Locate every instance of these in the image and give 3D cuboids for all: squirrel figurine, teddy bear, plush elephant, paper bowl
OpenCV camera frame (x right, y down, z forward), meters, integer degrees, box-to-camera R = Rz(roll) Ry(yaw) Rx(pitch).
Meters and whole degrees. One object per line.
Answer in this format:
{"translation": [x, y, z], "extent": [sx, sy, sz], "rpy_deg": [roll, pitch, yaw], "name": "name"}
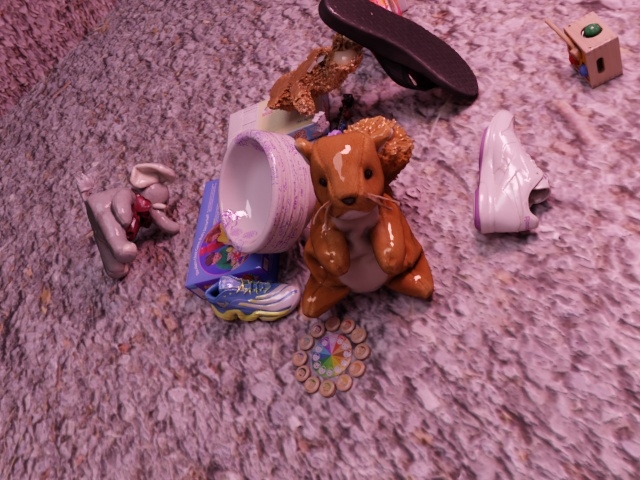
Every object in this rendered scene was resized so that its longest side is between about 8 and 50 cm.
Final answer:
{"translation": [0.068, -0.095, 1.228], "extent": [0.281, 0.370, 0.396], "rpy_deg": [-6, 45, 14], "name": "squirrel figurine"}
{"translation": [0.004, -0.435, 1.581], "extent": [0.338, 0.113, 0.245], "rpy_deg": [-38, 37, 30], "name": "teddy bear"}
{"translation": [-0.536, -0.081, 1.731], "extent": [0.256, 0.272, 0.329], "rpy_deg": [-21, 77, -29], "name": "plush elephant"}
{"translation": [-0.116, -0.110, 1.381], "extent": [0.284, 0.148, 0.284], "rpy_deg": [-1, 89, 54], "name": "paper bowl"}

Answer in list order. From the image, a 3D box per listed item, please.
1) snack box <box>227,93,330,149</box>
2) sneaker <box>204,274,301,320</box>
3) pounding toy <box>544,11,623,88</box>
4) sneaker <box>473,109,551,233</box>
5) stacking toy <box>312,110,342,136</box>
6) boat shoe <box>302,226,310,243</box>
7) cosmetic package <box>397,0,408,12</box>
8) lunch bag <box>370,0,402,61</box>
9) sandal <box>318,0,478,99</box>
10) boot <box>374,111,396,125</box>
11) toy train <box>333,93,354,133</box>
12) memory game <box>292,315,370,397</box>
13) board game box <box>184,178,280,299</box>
{"translation": [-0.128, -0.350, 1.766], "extent": [0.322, 0.060, 0.187], "rpy_deg": [-17, 52, 21], "name": "snack box"}
{"translation": [-0.171, 0.133, 1.401], "extent": [0.240, 0.126, 0.091], "rpy_deg": [-14, 52, 24], "name": "sneaker"}
{"translation": [0.586, -0.433, 1.318], "extent": [0.100, 0.141, 0.130], "rpy_deg": [-27, 48, 14], "name": "pounding toy"}
{"translation": [0.412, -0.144, 1.264], "extent": [0.152, 0.114, 0.305], "rpy_deg": [3, 64, 18], "name": "sneaker"}
{"translation": [0.009, -0.227, 1.478], "extent": [0.167, 0.052, 0.221], "rpy_deg": [23, 65, 37], "name": "stacking toy"}
{"translation": [0.000, 0.000, 1.450], "extent": [0.125, 0.038, 0.046], "rpy_deg": [33, 121, 48], "name": "boat shoe"}
{"translation": [0.190, -0.793, 1.870], "extent": [0.117, 0.085, 0.231], "rpy_deg": [-22, 47, 17], "name": "cosmetic package"}
{"translation": [0.142, -0.656, 1.636], "extent": [0.120, 0.258, 0.293], "rpy_deg": [-23, 73, 18], "name": "lunch bag"}
{"translation": [0.191, -0.471, 1.469], "extent": [0.107, 0.446, 0.167], "rpy_deg": [-50, 19, 50], "name": "sandal"}
{"translation": [0.115, -0.257, 1.548], "extent": [0.198, 0.076, 0.137], "rpy_deg": [-15, 46, 8], "name": "boot"}
{"translation": [0.068, -0.354, 1.671], "extent": [0.036, 0.027, 0.158], "rpy_deg": [3, 59, 21], "name": "toy train"}
{"translation": [0.022, 0.247, 1.276], "extent": [0.186, 0.012, 0.186], "rpy_deg": [-17, 51, 22], "name": "memory game"}
{"translation": [-0.219, -0.031, 1.582], "extent": [0.233, 0.078, 0.347], "rpy_deg": [-14, 52, 24], "name": "board game box"}
